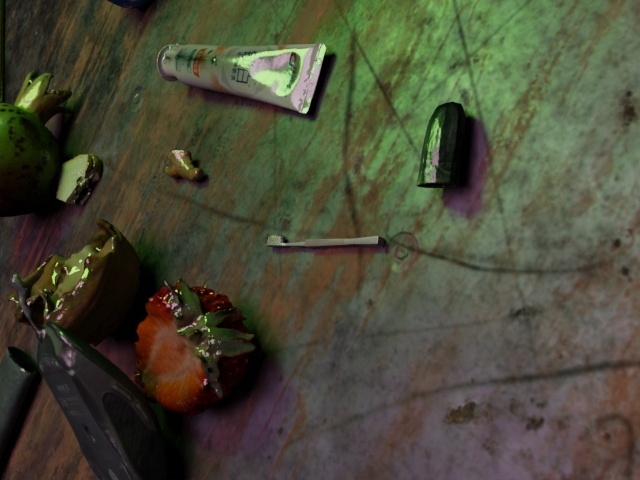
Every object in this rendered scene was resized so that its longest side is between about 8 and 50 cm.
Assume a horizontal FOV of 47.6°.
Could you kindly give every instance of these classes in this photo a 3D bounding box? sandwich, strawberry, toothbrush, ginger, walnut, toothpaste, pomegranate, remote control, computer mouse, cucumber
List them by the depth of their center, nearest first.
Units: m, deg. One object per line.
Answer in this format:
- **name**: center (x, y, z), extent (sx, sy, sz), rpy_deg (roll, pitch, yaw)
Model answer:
- **cucumber**: center (0.138, -0.107, 0.799), extent (0.048, 0.048, 0.105), rpy_deg (4, 80, 43)
- **toothbrush**: center (0.000, 0.002, 0.917), extent (0.194, 0.014, 0.017), rpy_deg (1, 78, 43)
- **strawberry**: center (-0.169, 0.162, 0.975), extent (0.174, 0.098, 0.228), rpy_deg (50, 134, 23)
- **computer mouse**: center (-0.306, 0.203, 0.996), extent (0.167, 0.090, 0.379), rpy_deg (-15, 105, 51)
- **toothpaste**: center (-0.123, -0.253, 1.081), extent (0.323, 0.066, 0.100), rpy_deg (16, 89, 39)
- **ginger**: center (-0.213, -0.120, 1.141), extent (0.097, 0.030, 0.048), rpy_deg (12, 113, 46)
- **walnut**: center (-0.365, 0.078, 1.144), extent (0.238, 0.141, 0.204), rpy_deg (12, 62, 53)
- **remote control**: center (-0.620, 0.388, 1.348), extent (0.107, 0.044, 0.378), rpy_deg (28, 97, 39)
- **sandwich**: center (-0.448, -0.114, 1.350), extent (0.104, 0.035, 0.093), rpy_deg (-22, 62, 35)
- **pomegranate**: center (-0.585, -0.171, 1.407), extent (0.230, 0.231, 0.286), rpy_deg (-14, 26, 39)

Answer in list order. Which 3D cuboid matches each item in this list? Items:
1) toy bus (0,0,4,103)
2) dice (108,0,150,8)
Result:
- **toy bus**: center (-0.839, -0.490, 1.786), extent (0.093, 0.092, 0.409), rpy_deg (-29, 59, 31)
- **dice**: center (-0.369, -0.526, 1.332), extent (0.143, 0.146, 0.146), rpy_deg (-50, 46, 23)
